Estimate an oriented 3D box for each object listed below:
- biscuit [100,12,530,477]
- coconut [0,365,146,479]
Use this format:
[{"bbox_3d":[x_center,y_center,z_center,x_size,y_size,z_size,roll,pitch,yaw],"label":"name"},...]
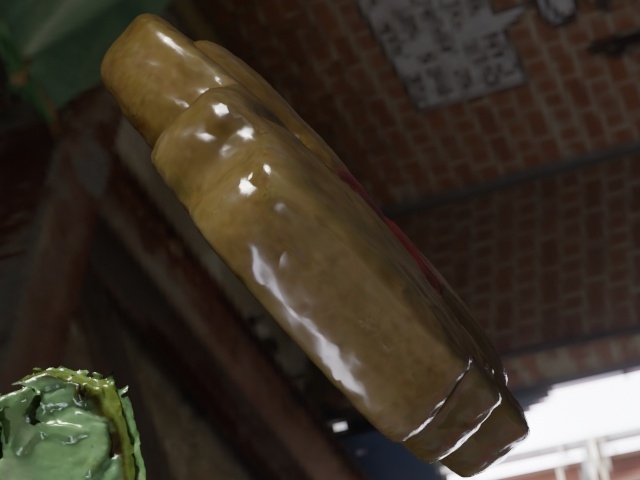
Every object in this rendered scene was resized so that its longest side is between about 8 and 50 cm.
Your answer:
[{"bbox_3d":[0.007,0.006,0.598,0.183,0.047,0.320,52,-178,18],"label":"biscuit"},{"bbox_3d":[-0.125,0.093,0.487,0.158,0.055,0.133,6,-130,-27],"label":"coconut"}]
